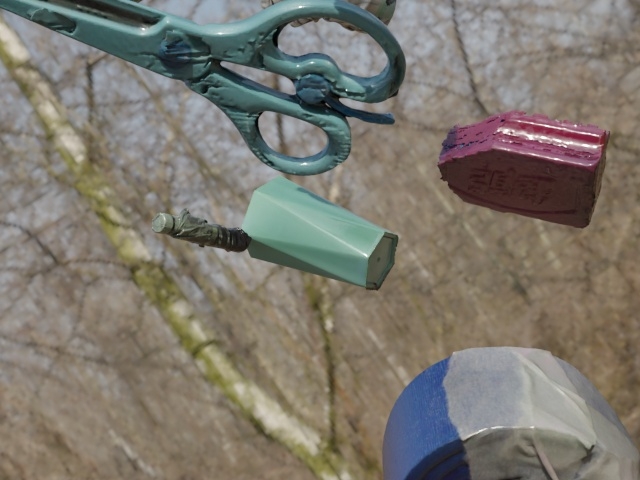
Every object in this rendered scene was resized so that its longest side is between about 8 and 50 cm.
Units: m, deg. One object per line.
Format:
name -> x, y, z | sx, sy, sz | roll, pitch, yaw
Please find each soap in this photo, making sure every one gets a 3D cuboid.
soap -> 0.308, -0.116, 1.800 | 0.162, 0.250, 0.099 | 78, -149, -52

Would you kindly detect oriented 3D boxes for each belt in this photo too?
belt -> 0.165, 0.256, 0.946 | 0.212, 0.347, 0.117 | -12, 27, 9

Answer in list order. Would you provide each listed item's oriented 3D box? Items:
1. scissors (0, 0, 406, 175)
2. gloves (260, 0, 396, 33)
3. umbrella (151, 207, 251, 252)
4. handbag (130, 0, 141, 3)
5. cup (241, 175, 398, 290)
scissors -> -0.112, -0.170, 1.035 | 0.032, 0.393, 0.180 | -92, 24, -56
gloves -> -0.002, -0.369, 1.669 | 0.111, 0.212, 0.127 | -10, 65, 65
umbrella -> -0.191, -0.015, 1.855 | 0.188, 0.050, 0.046 | 13, -42, -46
handbag -> -0.320, -0.538, 1.924 | 0.241, 0.315, 0.109 | -29, -34, 0
cup -> 0.000, 0.000, 1.933 | 0.134, 0.236, 0.148 | 7, -75, -62
